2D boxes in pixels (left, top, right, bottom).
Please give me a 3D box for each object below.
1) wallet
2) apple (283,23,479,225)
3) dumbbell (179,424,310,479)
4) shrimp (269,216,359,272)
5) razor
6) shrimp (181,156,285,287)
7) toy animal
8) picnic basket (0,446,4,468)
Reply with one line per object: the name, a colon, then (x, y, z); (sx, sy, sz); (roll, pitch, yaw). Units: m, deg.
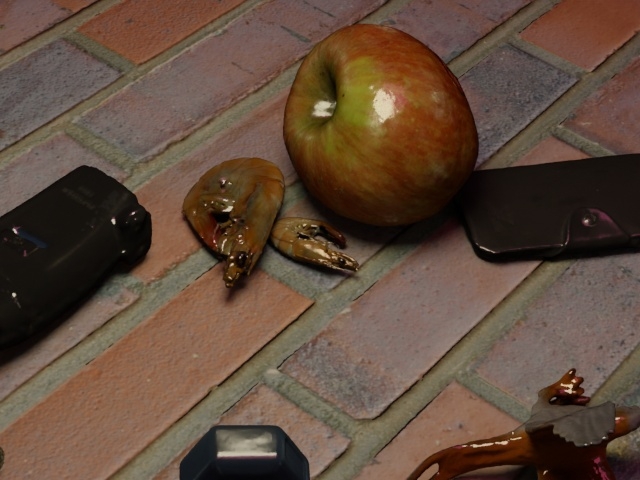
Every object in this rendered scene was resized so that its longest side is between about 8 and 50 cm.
wallet: (0.386, -0.054, 2.183); (0.378, 0.051, 0.197); (-6, 43, -9)
apple: (0.097, -0.165, 2.123); (0.250, 0.277, 0.309); (14, 56, -33)
dumbbell: (-0.079, 0.365, 1.623); (0.156, 0.143, 0.316); (-1, 43, -6)
shrimp: (-0.001, 0.007, 2.096); (0.162, 0.045, 0.095); (24, 25, 25)
razor: (-0.391, 0.023, 1.980); (0.189, 0.107, 0.327); (30, 47, 25)
shrimp: (-0.137, -0.032, 2.093); (0.152, 0.063, 0.287); (2, 39, 10)
toy animal: (0.256, 0.276, 1.800); (0.284, 0.225, 0.302); (-2, 26, 23)
picnic basket: (-0.431, 0.268, 1.756); (0.083, 0.065, 0.083); (11, 21, -7)
